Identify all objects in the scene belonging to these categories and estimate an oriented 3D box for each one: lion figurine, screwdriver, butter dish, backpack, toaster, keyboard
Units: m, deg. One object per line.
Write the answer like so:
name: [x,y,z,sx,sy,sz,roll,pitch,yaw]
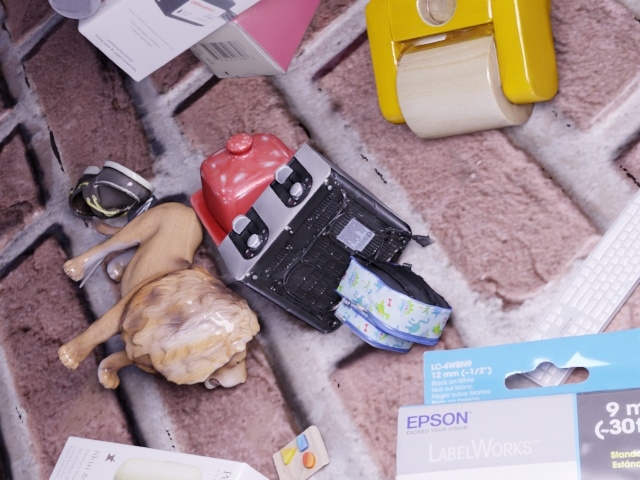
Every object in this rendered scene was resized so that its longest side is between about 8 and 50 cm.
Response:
lion figurine: [-0.204,0.046,1.613,0.240,0.142,0.392,-33,42,18]
screwdriver: [-0.294,-0.001,1.819,0.170,0.025,0.024,-48,40,-6]
butter dish: [-0.089,-0.084,1.618,0.160,0.118,0.160,-26,40,-9]
backpack: [0.080,0.074,1.381,0.114,0.105,0.084,35,106,49]
toaster: [0.000,0.000,1.463,0.168,0.186,0.110,-50,37,8]
keyboard: [0.289,0.040,1.293,0.256,0.014,0.072,-52,40,-6]

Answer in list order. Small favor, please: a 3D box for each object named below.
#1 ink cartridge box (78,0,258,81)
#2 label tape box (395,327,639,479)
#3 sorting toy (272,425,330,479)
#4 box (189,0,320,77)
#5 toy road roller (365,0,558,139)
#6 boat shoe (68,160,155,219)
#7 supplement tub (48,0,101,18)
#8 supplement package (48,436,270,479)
ink cartridge box: [-0.181,-0.400,1.767,0.307,0.129,0.223,-29,42,23]
label tape box: [0.195,0.212,1.111,0.249,0.115,0.347,-7,54,16]
sorting toy: [-0.020,0.248,1.390,0.062,0.012,0.083,-36,41,12]
box: [-0.092,-0.369,1.867,0.149,0.127,0.232,3,61,43]
toy road roller: [0.197,-0.296,1.546,0.203,0.241,0.329,-6,92,37]
boat shoe: [-0.301,-0.064,1.806,0.068,0.081,0.228,-58,20,-14]
supplement tub: [-0.321,-0.388,1.705,0.106,0.106,0.197,-24,46,24]
supplement package: [-0.148,0.338,1.284,0.263,0.198,0.199,0,58,40]
